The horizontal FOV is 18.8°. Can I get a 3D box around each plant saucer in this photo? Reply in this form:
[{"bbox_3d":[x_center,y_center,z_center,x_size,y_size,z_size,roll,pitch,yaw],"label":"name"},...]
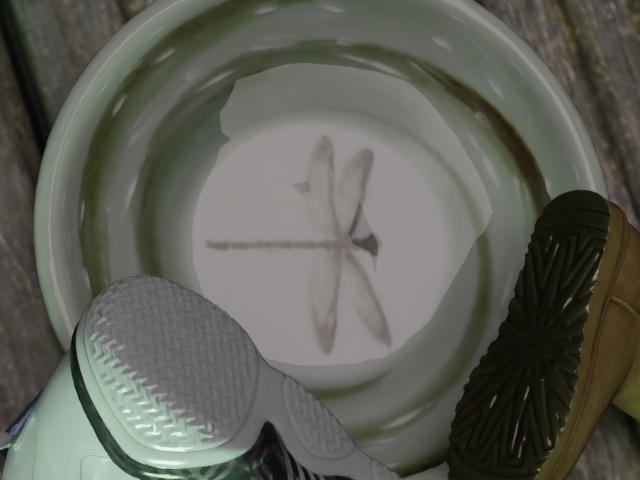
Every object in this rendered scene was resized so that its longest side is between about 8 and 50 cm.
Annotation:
[{"bbox_3d":[0.000,0.000,1.362,0.400,0.100,0.400,2,74,-8],"label":"plant saucer"}]

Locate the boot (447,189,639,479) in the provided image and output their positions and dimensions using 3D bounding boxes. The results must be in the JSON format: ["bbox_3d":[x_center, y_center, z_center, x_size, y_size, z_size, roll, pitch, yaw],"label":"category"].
[{"bbox_3d":[0.225,0.118,1.303,0.269,0.089,0.236,33,77,-39],"label":"boot"}]

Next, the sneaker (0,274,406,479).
[{"bbox_3d":[-0.053,0.207,1.202,0.366,0.210,0.137,46,33,-2],"label":"sneaker"}]

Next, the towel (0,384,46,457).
[{"bbox_3d":[-0.161,0.158,1.333,0.119,0.029,0.067,42,73,4],"label":"towel"}]
